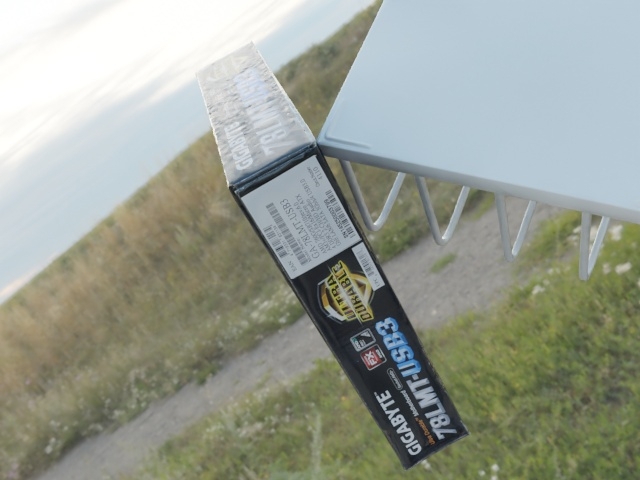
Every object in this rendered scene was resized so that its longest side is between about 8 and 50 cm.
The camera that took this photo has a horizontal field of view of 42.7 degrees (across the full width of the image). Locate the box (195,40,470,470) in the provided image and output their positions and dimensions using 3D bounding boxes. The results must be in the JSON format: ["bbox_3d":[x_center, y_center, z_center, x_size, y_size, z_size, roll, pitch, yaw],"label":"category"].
[{"bbox_3d":[0.000,0.000,0.715,0.073,0.293,0.295,-27,30,0],"label":"box"}]

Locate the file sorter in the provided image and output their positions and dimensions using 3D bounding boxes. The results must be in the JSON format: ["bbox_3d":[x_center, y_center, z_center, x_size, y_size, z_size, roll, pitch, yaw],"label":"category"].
[{"bbox_3d":[0.177,-0.084,0.671,0.277,0.173,0.193,15,67,24],"label":"file sorter"}]
